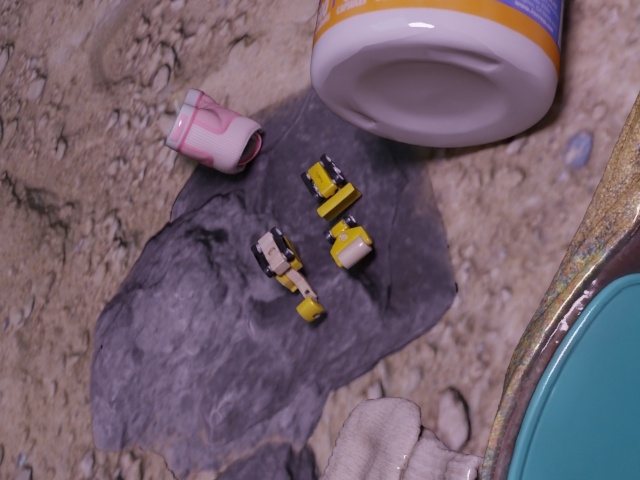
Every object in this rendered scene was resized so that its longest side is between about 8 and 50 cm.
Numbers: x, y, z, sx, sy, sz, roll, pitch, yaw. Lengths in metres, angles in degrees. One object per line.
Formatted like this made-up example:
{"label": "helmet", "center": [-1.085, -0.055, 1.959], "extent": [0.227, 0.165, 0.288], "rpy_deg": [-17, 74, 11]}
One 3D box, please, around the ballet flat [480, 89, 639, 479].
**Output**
{"label": "ballet flat", "center": [0.174, 0.012, 0.723], "extent": [0.123, 0.123, 0.348], "rpy_deg": [27, 92, 53]}

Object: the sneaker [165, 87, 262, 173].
{"label": "sneaker", "center": [-0.083, -0.083, 1.124], "extent": [0.134, 0.070, 0.051], "rpy_deg": [-107, 38, -78]}

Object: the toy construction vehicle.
{"label": "toy construction vehicle", "center": [0.000, 0.000, 0.988], "extent": [0.086, 0.035, 0.098], "rpy_deg": [-43, 44, 9]}

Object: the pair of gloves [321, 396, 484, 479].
{"label": "pair of gloves", "center": [0.007, 0.203, 0.793], "extent": [0.240, 0.042, 0.204], "rpy_deg": [-66, 16, 0]}

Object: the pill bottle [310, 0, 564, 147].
{"label": "pill bottle", "center": [0.083, -0.210, 0.908], "extent": [0.152, 0.152, 0.272], "rpy_deg": [-16, 59, 44]}
